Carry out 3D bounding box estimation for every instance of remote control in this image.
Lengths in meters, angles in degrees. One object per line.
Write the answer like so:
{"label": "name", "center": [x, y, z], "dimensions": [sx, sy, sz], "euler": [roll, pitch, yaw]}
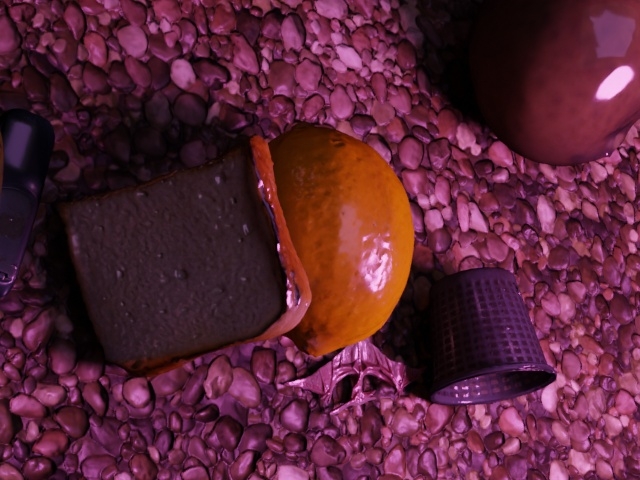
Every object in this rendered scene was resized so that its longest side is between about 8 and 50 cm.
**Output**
{"label": "remote control", "center": [-0.350, -0.044, 1.544], "dimensions": [0.072, 0.042, 0.222], "euler": [22, 66, -33]}

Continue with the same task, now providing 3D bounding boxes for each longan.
{"label": "longan", "center": [0.359, -0.266, 1.963], "dimensions": [0.319, 0.319, 0.319], "euler": [10, 73, -34]}

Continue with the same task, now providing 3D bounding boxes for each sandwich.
{"label": "sandwich", "center": [-0.148, 0.023, 1.558], "dimensions": [0.087, 0.251, 0.226], "euler": [-4, 77, -73]}

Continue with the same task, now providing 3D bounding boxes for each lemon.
{"label": "lemon", "center": [0.000, -0.005, 1.677], "dimensions": [0.236, 0.236, 0.263], "euler": [1, 104, -36]}

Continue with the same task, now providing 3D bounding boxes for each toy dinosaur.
{"label": "toy dinosaur", "center": [0.047, 0.170, 1.791], "dimensions": [0.220, 0.032, 0.108], "euler": [-2, 83, -27]}

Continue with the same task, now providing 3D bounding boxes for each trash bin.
{"label": "trash bin", "center": [0.216, 0.125, 1.854], "dimensions": [0.175, 0.175, 0.161], "euler": [4, 66, -36]}

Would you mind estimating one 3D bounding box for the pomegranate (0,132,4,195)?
{"label": "pomegranate", "center": [-0.449, -0.081, 1.368], "dimensions": [0.270, 0.254, 0.254], "euler": [42, 54, 9]}
